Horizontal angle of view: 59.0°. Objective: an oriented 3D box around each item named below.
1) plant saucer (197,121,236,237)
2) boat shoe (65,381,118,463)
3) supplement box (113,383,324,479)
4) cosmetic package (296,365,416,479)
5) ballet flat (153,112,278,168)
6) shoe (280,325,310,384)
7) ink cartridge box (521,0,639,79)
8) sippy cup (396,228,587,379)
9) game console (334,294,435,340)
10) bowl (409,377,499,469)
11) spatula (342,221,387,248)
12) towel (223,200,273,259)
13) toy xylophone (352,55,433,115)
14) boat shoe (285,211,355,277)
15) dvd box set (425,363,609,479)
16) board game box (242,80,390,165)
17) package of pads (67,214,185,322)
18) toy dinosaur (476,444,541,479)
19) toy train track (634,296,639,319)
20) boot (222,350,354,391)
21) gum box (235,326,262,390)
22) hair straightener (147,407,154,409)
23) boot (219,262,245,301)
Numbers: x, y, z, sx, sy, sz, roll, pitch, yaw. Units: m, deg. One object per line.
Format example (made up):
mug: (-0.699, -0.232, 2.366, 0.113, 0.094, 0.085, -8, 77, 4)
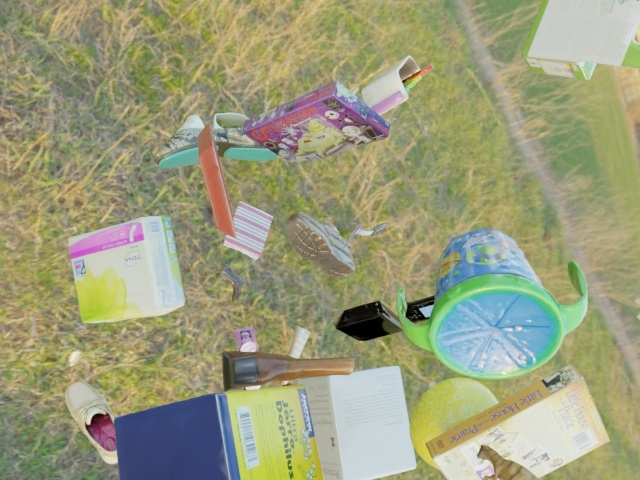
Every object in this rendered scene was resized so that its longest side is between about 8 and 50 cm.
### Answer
plant saucer: (-0.282, -0.162, 1.512, 0.259, 0.047, 0.259, -116, -165, -64)
boat shoe: (-0.401, 0.317, 1.013, 0.063, 0.059, 0.170, -33, 71, -32)
supplement box: (-0.157, 0.373, 0.987, 0.356, 0.194, 0.196, 29, 46, -67)
cosmetic package: (0.135, 0.726, 2.257, 0.327, 0.329, 0.394, -2, 75, -26)
ballet flat: (-0.364, -0.359, 1.982, 0.482, 0.164, 0.182, -11, 78, -32)
shoe: (-0.094, 0.427, 2.080, 0.058, 0.076, 0.219, 19, 79, -4)
ink cartridge box: (0.577, -0.432, 1.160, 0.097, 0.255, 0.189, 17, 95, -53)
sippy cup: (0.316, 0.102, 1.073, 0.305, 0.240, 0.224, 18, 35, -7)
game console: (0.227, 0.179, 1.421, 0.213, 0.361, 0.044, 39, 36, -60)
bowl: (0.418, 0.562, 1.630, 0.156, 0.289, 0.290, -137, -157, -75)
spatula: (0.145, -0.026, 1.760, 0.030, 0.084, 0.296, 42, 25, 19)
towel: (-0.265, -0.039, 2.075, 0.144, 0.029, 0.197, 26, 56, -17)
toy xylophone: (0.186, -0.439, 1.636, 0.081, 0.236, 0.323, 57, 37, -15)
boat shoe: (0.000, 0.000, 1.785, 0.324, 0.123, 0.117, 46, 38, -44)
dvd box set: (0.518, 0.523, 1.472, 0.308, 0.420, 0.062, 54, 8, -33)
board game box: (-0.018, -0.291, 1.468, 0.208, 0.346, 0.056, 32, 62, -37)
package of pads: (-0.473, 0.079, 1.368, 0.101, 0.296, 0.229, -8, 86, -59)
toy dinosaur: (0.350, 0.419, 0.973, 0.064, 0.211, 0.112, 45, 69, -41)
toy train track: (0.573, 0.104, 0.970, 0.048, 0.083, 0.014, 42, 4, 21)
boot: (-0.087, 0.294, 1.343, 0.280, 0.264, 0.096, -1, 72, -19)
gum box: (-0.230, 0.376, 1.798, 0.107, 0.062, 0.189, -124, -151, -64)
hair straightener: (-0.441, 0.582, 1.671, 0.047, 0.230, 0.089, -5, 126, -62)
boot: (-0.326, 0.149, 2.023, 0.114, 0.037, 0.107, 49, 38, -36)
